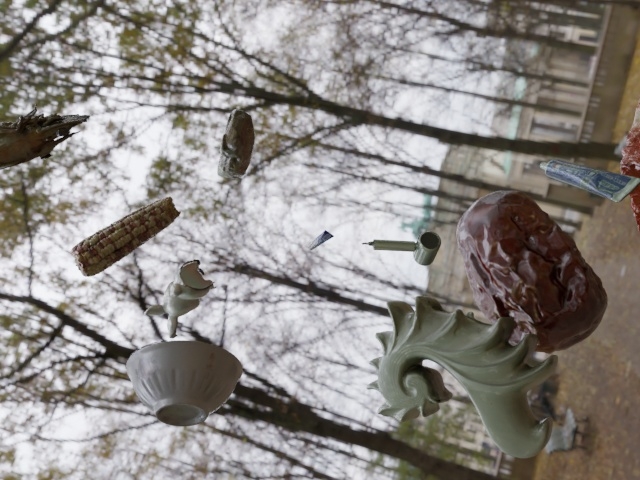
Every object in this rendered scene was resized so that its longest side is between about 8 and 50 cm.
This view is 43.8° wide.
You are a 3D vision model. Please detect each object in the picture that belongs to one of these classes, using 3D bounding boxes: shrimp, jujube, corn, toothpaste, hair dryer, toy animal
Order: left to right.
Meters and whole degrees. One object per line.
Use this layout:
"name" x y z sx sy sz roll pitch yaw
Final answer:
"shrimp" -0.487 -0.171 1.127 0.058 0.296 0.169 -126 17 -65
"corn" -0.387 -0.013 1.590 0.237 0.079 0.079 -36 -33 -21
"toy animal" -0.242 0.100 1.396 0.124 0.071 0.085 -49 2 40
"toothpaste" 0.000 0.000 1.638 0.083 0.024 0.015 -38 23 54
"hair dryer" 0.129 0.012 1.286 0.063 0.124 0.037 96 176 -64
"jujube" 0.456 0.070 1.761 0.276 0.277 0.376 74 173 -61
"toothpaste" 0.428 -0.103 1.291 0.057 0.197 0.034 -40 -60 -11

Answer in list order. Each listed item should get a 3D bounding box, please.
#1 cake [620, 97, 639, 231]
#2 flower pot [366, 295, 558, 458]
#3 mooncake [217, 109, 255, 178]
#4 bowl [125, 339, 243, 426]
"cake" 0.705 -0.168 1.375 0.270 0.270 0.319 51 -123 -46
"flower pot" 0.283 0.257 1.565 0.164 0.368 0.254 14 -92 -65
"mooncake" -0.184 -0.214 1.775 0.125 0.073 0.129 111 170 -63
"bowl" -0.220 0.241 1.267 0.189 0.189 0.086 84 -178 -51
